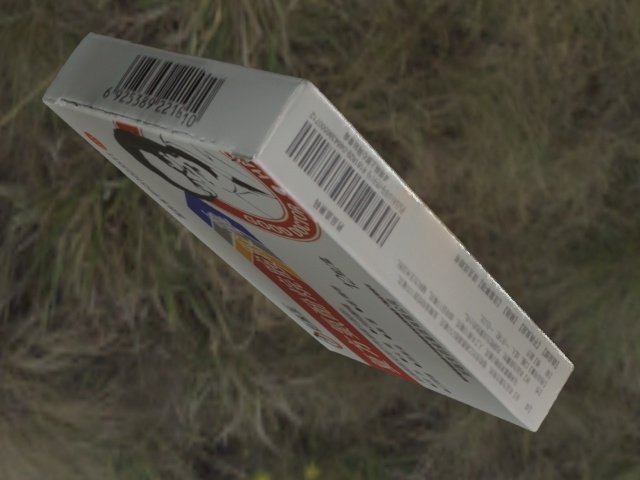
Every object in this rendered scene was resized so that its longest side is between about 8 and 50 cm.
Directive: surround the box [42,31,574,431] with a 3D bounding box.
[{"bbox_3d":[0.000,0.000,0.983,0.353,0.214,0.069,45,71,-42],"label":"box"}]
